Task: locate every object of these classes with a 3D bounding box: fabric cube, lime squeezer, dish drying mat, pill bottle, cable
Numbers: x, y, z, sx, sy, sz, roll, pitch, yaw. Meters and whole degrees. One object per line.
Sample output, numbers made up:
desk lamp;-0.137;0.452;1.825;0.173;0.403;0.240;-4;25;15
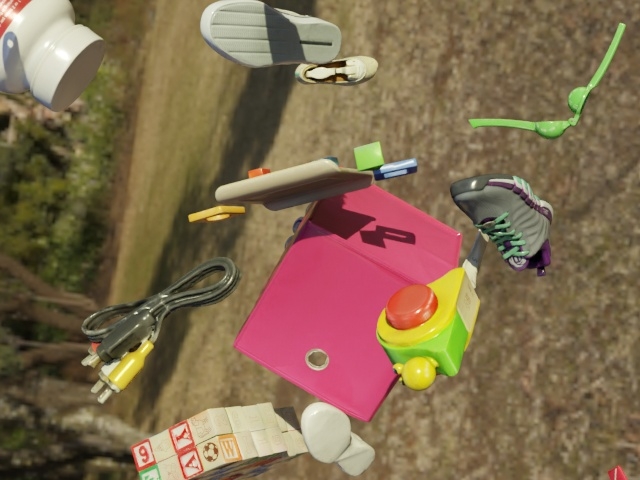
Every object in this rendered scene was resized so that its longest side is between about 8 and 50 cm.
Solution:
fabric cube;0.051;0.080;1.772;0.258;0.254;0.259;-58;3;26
lime squeezer;0.418;-0.245;1.927;0.059;0.310;0.110;16;-135;-60
dish drying mat;0.394;0.331;1.423;0.083;0.008;0.032;67;153;19
pill bottle;-0.635;-0.435;2.172;0.229;0.407;0.229;-55;-4;-5
cable;-0.246;0.116;1.669;0.139;0.287;0.072;50;174;46

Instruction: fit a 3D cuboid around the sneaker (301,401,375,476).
sneaker;0.006;0.298;1.729;0.094;0.080;0.212;38;170;38

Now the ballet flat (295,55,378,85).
ballet flat;0.035;-0.325;2.152;0.052;0.168;0.057;-142;44;-76

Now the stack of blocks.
stack of blocks;-0.143;0.339;1.832;0.171;0.297;0.087;-29;72;27

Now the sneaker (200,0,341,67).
sneaker;-0.085;-0.296;1.612;0.091;0.258;0.094;17;100;42

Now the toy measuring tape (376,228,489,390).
toy measuring tape;0.147;0.076;1.462;0.330;0.121;0.121;-66;-6;-47

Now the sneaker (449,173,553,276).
sneaker;0.241;-0.017;1.404;0.083;0.223;0.098;-16;69;34

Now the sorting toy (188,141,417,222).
sorting toy;-0.036;-0.087;1.569;0.196;0.347;0.047;8;-110;-71

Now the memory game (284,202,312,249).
memory game;0.000;0.000;1.994;0.186;0.012;0.186;-27;49;35
